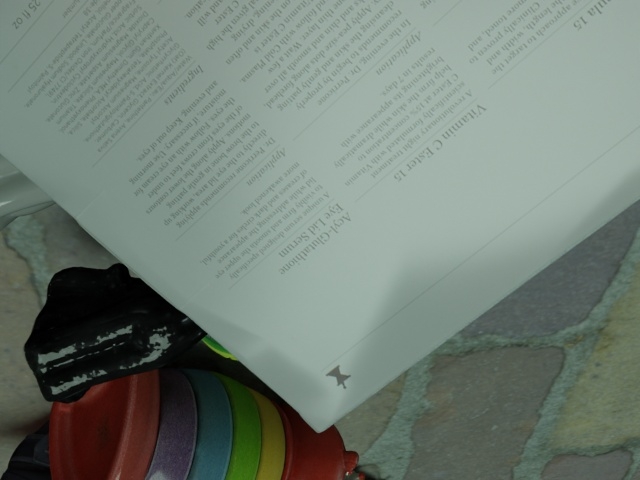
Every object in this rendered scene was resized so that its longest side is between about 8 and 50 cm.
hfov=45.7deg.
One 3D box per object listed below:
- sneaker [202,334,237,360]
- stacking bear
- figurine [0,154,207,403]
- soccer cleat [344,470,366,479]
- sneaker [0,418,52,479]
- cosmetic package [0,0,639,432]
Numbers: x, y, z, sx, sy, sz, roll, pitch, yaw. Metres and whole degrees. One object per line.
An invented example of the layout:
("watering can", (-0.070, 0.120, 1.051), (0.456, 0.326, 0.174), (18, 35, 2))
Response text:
("sneaker", (0.000, 0.000, 0.575), (0.295, 0.110, 0.123), (-33, 135, 22))
("stacking bear", (-0.096, 0.207, 0.756), (0.288, 0.164, 0.175), (20, 130, -36))
("figurine", (-0.112, -0.016, 0.503), (0.209, 0.092, 0.215), (-16, 110, 8))
("soccer cleat", (0.055, 0.355, 1.013), (0.076, 0.068, 0.196), (-27, 129, 25))
("sneaker", (-0.221, 0.266, 0.766), (0.226, 0.163, 0.086), (19, 132, 6))
("cosmetic package", (0.039, -0.116, 0.360), (0.377, 0.097, 0.284), (-40, 105, 19))
